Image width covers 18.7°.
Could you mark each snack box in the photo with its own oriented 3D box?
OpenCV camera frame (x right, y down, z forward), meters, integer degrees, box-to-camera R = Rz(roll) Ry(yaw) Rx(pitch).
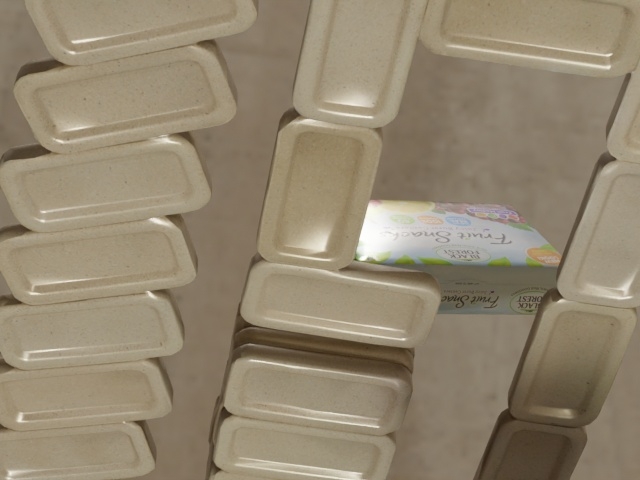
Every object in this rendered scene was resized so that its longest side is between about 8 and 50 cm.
[{"bbox_3d":[0.071,0.010,1.204,0.100,0.141,0.037,-125,-139,-58],"label":"snack box"}]

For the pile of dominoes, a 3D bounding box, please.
[{"bbox_3d":[0.000,0.000,0.590,0.251,0.196,0.040,104,-8,-45],"label":"pile of dominoes"}]
